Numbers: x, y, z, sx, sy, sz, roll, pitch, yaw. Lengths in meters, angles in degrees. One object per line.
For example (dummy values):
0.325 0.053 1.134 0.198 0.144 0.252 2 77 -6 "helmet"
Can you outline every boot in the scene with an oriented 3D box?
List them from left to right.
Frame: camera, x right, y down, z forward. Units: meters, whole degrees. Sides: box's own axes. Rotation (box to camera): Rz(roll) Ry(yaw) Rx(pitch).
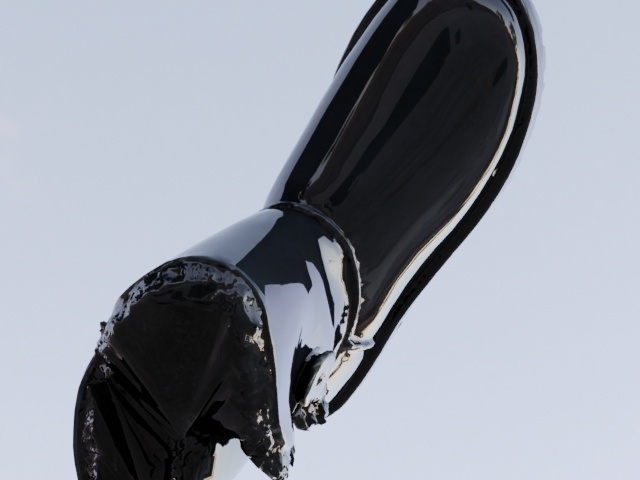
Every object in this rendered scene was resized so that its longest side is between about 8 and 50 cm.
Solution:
0.000 0.000 0.820 0.094 0.207 0.246 31 -71 10 "boot"
